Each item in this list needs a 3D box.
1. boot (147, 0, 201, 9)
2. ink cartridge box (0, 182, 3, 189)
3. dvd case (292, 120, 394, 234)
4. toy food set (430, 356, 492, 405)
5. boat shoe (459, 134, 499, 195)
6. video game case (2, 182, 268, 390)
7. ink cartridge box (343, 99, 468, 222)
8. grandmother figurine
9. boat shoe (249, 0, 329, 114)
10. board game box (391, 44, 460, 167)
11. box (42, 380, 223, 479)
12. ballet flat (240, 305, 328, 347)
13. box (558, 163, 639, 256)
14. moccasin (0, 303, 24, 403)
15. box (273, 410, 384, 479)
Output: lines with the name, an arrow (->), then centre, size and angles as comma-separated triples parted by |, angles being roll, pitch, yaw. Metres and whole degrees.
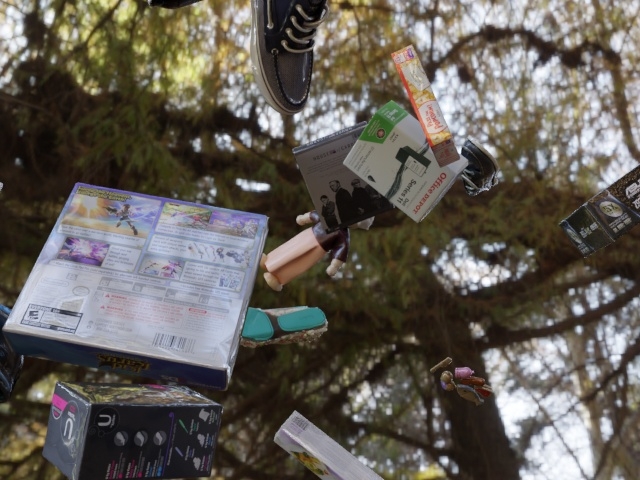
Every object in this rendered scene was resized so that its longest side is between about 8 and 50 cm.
boot -> -0.329, -0.499, 1.451 | 0.258, 0.123, 0.095 | -5, -17, 2
ink cartridge box -> -0.682, -0.047, 1.319 | 0.206, 0.208, 0.045 | 22, -39, -19
dvd case -> 0.057, -0.141, 1.788 | 0.179, 0.029, 0.238 | -21, -56, 2
toy food set -> 0.261, 0.259, 1.401 | 0.122, 0.019, 0.078 | 32, -47, -13
boat shoe -> 0.346, -0.163, 1.748 | 0.079, 0.095, 0.254 | -39, -16, 4
video game case -> -0.222, 0.052, 0.987 | 0.270, 0.244, 0.061 | 10, -39, 2
ink cartridge box -> 0.176, -0.161, 1.602 | 0.208, 0.087, 0.153 | 39, -53, 7
grandmother figurine -> 0.000, 0.000, 2.013 | 0.342, 0.208, 0.104 | -36, -21, 11
boat shoe -> -0.050, -0.406, 1.470 | 0.127, 0.340, 0.158 | -21, 21, -33
board game box -> 0.198, -0.246, 1.437 | 0.045, 0.193, 0.147 | -23, -16, 11
box -> -0.341, 0.347, 1.419 | 0.270, 0.143, 0.165 | 11, -2, -40
ballet flat -> -0.100, 0.173, 1.480 | 0.241, 0.091, 0.077 | 3, -43, -24
box -> 0.516, -0.064, 1.311 | 0.180, 0.077, 0.147 | -35, -10, -5
moccasin -> -0.456, 0.096, 0.864 | 0.138, 0.116, 0.342 | -25, -33, 21
box -> 0.045, 0.502, 1.687 | 0.324, 0.067, 0.063 | 35, -43, 11
